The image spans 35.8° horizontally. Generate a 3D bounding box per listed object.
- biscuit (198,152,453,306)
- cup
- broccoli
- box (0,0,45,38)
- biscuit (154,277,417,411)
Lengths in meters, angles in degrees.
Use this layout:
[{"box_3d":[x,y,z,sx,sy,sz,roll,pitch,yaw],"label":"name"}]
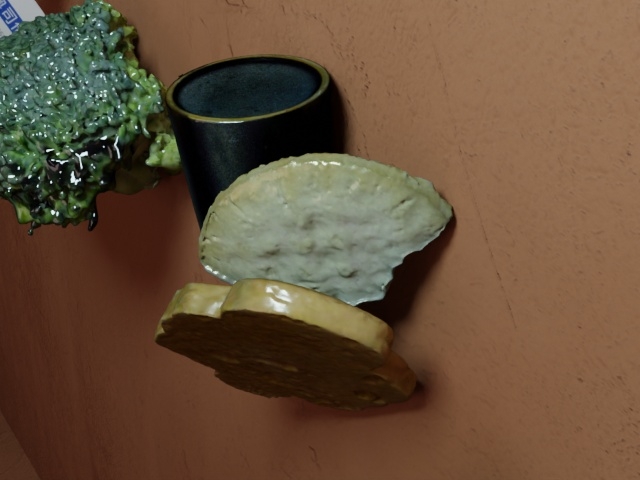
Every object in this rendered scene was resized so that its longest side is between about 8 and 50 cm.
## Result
[{"box_3d":[0.000,0.000,0.950,0.265,0.040,0.188,-15,124,26],"label":"biscuit"},{"box_3d":[-0.055,-0.101,1.060,0.166,0.239,0.177,3,123,15],"label":"cup"},{"box_3d":[-0.335,-0.151,1.364,0.281,0.293,0.348,46,-170,-49],"label":"broccoli"},{"box_3d":[-0.464,-0.251,1.450,0.065,0.200,0.343,-9,121,47],"label":"box"},{"box_3d":[-0.036,0.114,1.048,0.376,0.269,0.051,134,156,-66],"label":"biscuit"}]
